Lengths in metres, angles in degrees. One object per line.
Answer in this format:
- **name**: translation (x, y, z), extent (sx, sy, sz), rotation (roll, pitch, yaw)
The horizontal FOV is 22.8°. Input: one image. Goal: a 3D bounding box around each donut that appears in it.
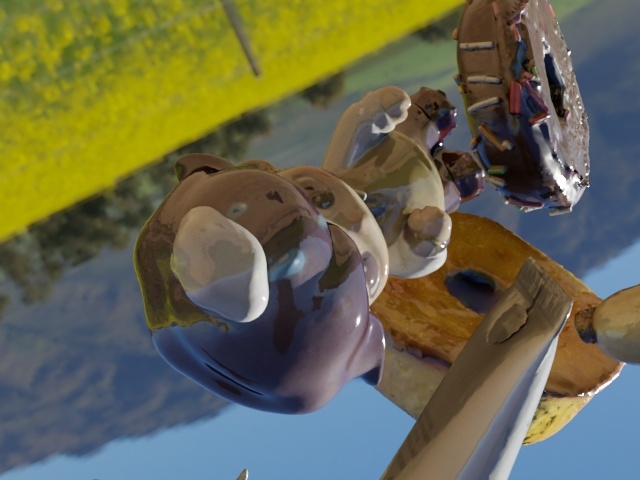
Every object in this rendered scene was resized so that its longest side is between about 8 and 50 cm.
- **donut**: translation (0.155, 0.092, 1.614), extent (0.303, 0.303, 0.110), rotation (-32, 147, -49)
- **donut**: translation (0.219, -0.156, 1.731), extent (0.103, 0.270, 0.269), rotation (-15, -171, 20)

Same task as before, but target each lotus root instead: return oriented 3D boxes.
- **lotus root**: translation (0.265, 0.062, 1.185), extent (0.150, 0.073, 0.062), rotation (-8, -130, 25)

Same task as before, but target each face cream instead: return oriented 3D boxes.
- **face cream**: translation (0.075, 0.161, 1.033), extent (0.143, 0.089, 0.314), rotation (-99, -148, -79)

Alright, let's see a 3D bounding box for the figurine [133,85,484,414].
- **figurine**: translation (0.017, 0.001, 1.326), extent (0.365, 0.218, 0.206), rotation (-31, -154, -29)

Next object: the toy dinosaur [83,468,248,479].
- **toy dinosaur**: translation (-0.163, 0.228, 1.297), extent (0.212, 0.142, 0.057), rotation (-58, -169, 19)
